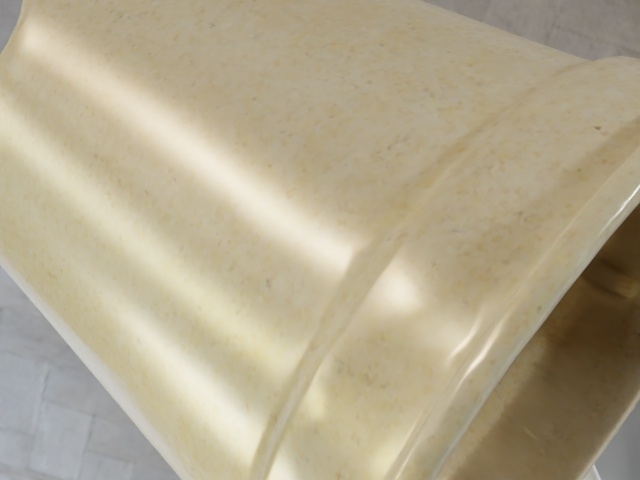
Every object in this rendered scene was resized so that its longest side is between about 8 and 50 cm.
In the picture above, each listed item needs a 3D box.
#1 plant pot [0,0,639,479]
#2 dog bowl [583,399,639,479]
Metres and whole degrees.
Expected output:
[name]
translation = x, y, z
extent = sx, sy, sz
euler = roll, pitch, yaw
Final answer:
[plant pot]
translation = 0.000, 0.000, 0.542
extent = 0.305, 0.334, 0.333
euler = 35, 129, 25
[dog bowl]
translation = 0.250, 0.172, 1.103
extent = 0.104, 0.265, 0.265
euler = -18, 122, 28
